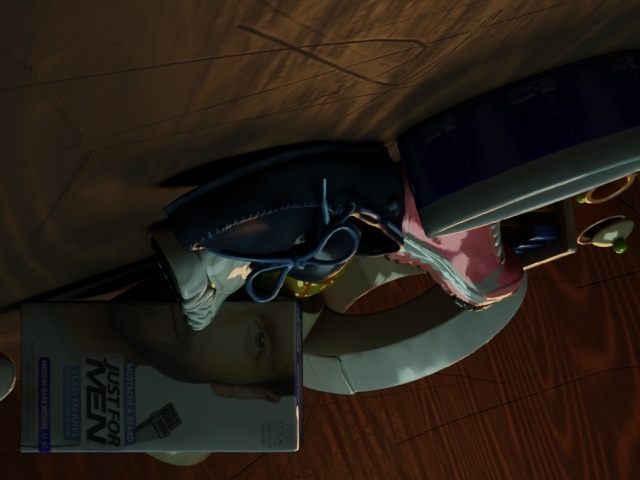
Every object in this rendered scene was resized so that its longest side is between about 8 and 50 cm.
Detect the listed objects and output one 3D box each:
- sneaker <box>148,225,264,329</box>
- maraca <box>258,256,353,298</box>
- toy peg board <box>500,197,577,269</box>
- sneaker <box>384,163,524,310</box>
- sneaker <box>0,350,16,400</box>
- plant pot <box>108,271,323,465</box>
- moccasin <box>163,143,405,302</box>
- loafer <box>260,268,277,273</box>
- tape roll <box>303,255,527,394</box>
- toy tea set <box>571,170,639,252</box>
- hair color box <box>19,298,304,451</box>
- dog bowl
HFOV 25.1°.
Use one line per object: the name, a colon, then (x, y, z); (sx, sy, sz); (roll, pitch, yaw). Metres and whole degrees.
sneaker: (-0.115, 0.026, 1.578); (0.118, 0.110, 0.292); (-27, 177, -8)
maraca: (0.000, 0.000, 1.756); (0.186, 0.099, 0.127); (-41, 162, 4)
toy peg board: (0.248, -0.048, 1.871); (0.079, 0.160, 0.161); (0, 168, -24)
sneaker: (0.175, -0.012, 1.724); (0.136, 0.116, 0.314); (-35, 142, 25)
sneaker: (-0.498, 0.194, 1.930); (0.178, 0.123, 0.296); (-10, -178, 43)
plant pot: (-0.138, 0.120, 1.919); (0.274, 0.256, 0.256); (-39, 168, 24)
moccasin: (-0.003, -0.020, 1.317); (0.138, 0.116, 0.342); (-22, 175, 35)
loafer: (-0.023, -0.014, 1.582); (0.078, 0.076, 0.223); (-8, 168, -26)
tape roll: (0.103, 0.075, 2.065); (0.392, 0.072, 0.392); (-17, -153, 9)
toy tea set: (0.428, -0.076, 1.883); (0.200, 0.124, 0.336); (-21, 157, -6)
hair color box: (-0.192, 0.164, 1.761); (0.339, 0.185, 0.110); (-1, 177, 2)
dog bowl: (0.214, -0.092, 1.435); (0.265, 0.104, 0.265); (-19, 175, -2)
